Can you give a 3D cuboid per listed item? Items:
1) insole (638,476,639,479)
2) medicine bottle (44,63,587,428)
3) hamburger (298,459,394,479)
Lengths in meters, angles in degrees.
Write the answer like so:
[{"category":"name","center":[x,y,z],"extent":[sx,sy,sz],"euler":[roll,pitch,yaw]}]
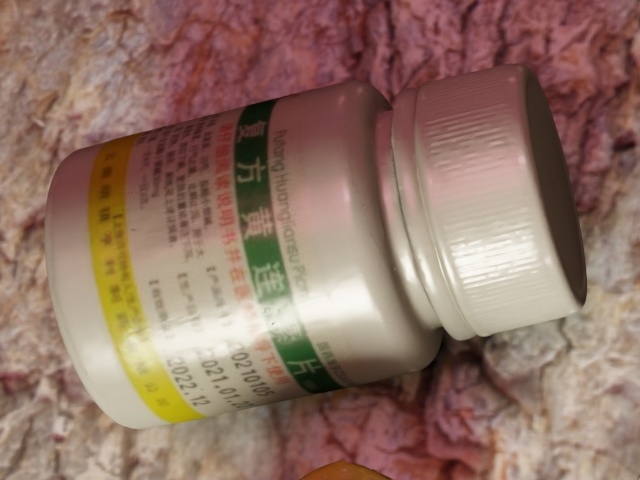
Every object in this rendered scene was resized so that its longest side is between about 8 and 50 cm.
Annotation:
[{"category":"insole","center":[0.264,0.232,1.280],"extent":[0.065,0.004,0.197],"euler":[-30,63,7]},{"category":"medicine bottle","center":[0.000,0.000,1.349],"extent":[0.340,0.208,0.208],"euler":[-13,66,15]},{"category":"hamburger","center":[-0.004,0.244,1.264],"extent":[0.214,0.214,0.108],"euler":[-45,64,-1]}]
